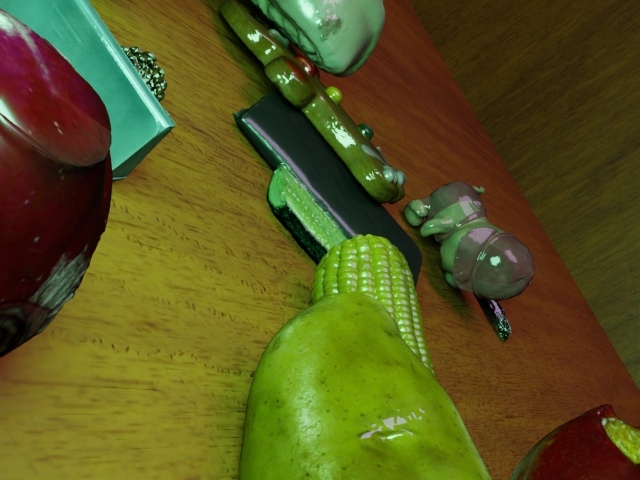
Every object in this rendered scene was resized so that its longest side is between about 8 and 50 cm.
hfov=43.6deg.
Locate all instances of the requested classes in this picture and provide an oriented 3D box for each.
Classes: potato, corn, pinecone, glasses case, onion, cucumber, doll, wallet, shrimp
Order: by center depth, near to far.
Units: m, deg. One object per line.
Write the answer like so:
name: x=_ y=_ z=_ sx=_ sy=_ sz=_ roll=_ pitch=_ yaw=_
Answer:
onion: x=-0.212 y=-0.037 z=0.456 sx=0.207 sy=0.206 sz=0.216 roll=8 pitch=52 yaw=-62
potato: x=0.036 y=0.198 z=0.669 sx=0.176 sy=0.195 sz=0.369 roll=51 pitch=19 yaw=-47
glasses case: x=-0.252 y=-0.186 z=0.755 sx=0.266 sy=0.105 sz=0.056 roll=55 pitch=40 yaw=0
pinecone: x=-0.202 y=-0.171 z=0.857 sx=0.077 sy=0.077 sz=0.083 roll=49 pitch=5 yaw=-16
corn: x=0.064 y=0.141 z=0.883 sx=0.131 sy=0.131 sz=0.345 roll=38 pitch=28 yaw=-37
cucumber: x=0.000 y=0.000 z=1.072 sx=0.220 sy=0.046 sz=0.070 roll=48 pitch=25 yaw=-15
wallet: x=0.022 y=-0.070 z=1.202 sx=0.377 sy=0.051 sz=0.197 roll=49 pitch=22 yaw=-10
doll: x=0.280 y=0.010 z=1.499 sx=0.196 sy=0.152 sz=0.256 roll=-10 pitch=46 yaw=-33
shrimp: x=0.356 y=0.133 z=1.635 sx=0.091 sy=0.034 sz=0.161 roll=25 pitch=35 yaw=-53

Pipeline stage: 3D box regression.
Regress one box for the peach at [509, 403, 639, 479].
peach: x=0.370 y=0.402 z=0.887 sx=0.406 sy=0.310 sz=0.335 roll=46 pitch=6 yaw=15

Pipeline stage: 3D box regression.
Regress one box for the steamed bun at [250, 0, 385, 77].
steamed bun: x=-0.007 y=-0.455 z=1.395 sx=0.310 sy=0.219 sz=0.324 roll=45 pitch=7 yaw=0

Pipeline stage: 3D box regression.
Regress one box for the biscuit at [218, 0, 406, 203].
biscuit: x=-0.005 y=-0.237 z=1.301 sx=0.432 sy=0.064 sz=0.283 roll=51 pitch=10 yaw=3
